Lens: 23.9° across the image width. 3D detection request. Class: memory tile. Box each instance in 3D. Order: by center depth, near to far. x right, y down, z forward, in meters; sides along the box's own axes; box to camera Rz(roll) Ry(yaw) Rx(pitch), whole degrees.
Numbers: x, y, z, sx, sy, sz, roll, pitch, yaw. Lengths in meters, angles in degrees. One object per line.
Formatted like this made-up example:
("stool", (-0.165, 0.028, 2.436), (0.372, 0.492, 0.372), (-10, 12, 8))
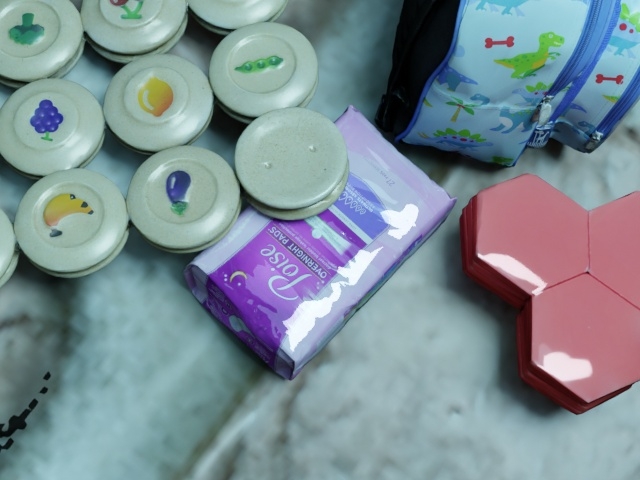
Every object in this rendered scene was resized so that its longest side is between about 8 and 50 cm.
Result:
("memory tile", (-0.072, -0.042, 0.499), (0.148, 0.012, 0.113), (-14, 65, -3))

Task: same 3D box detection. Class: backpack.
("backpack", (0.070, -0.086, 0.494), (0.084, 0.114, 0.105), (9, 71, -4))

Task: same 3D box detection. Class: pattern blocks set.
("pattern blocks set", (0.189, 0.122, 0.469), (0.324, 0.026, 0.285), (12, 65, -8))

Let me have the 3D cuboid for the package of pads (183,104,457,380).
("package of pads", (0.000, 0.000, 0.502), (0.050, 0.032, 0.083), (42, 73, 10))
